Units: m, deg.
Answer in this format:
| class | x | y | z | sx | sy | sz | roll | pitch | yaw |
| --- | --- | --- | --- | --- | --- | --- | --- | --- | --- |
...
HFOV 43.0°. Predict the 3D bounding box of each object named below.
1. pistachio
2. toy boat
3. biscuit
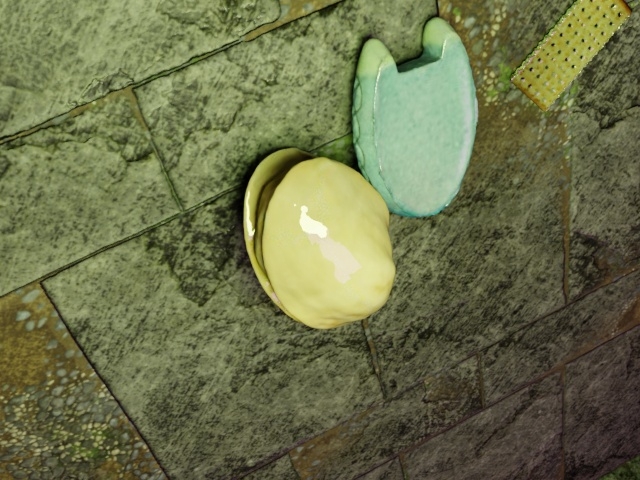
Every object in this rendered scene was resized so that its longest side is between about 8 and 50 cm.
| class | x | y | z | sx | sy | sz | roll | pitch | yaw |
| --- | --- | --- | --- | --- | --- | --- | --- | --- | --- |
| pistachio | 0.000 | 0.000 | 1.316 | 0.238 | 0.229 | 0.321 | -42 | 125 | -25 |
| toy boat | 0.143 | -0.195 | 1.341 | 0.215 | 0.123 | 0.330 | -26 | 125 | -20 |
| biscuit | 0.443 | -0.346 | 1.439 | 0.139 | 0.016 | 0.231 | 26 | 110 | -43 |
